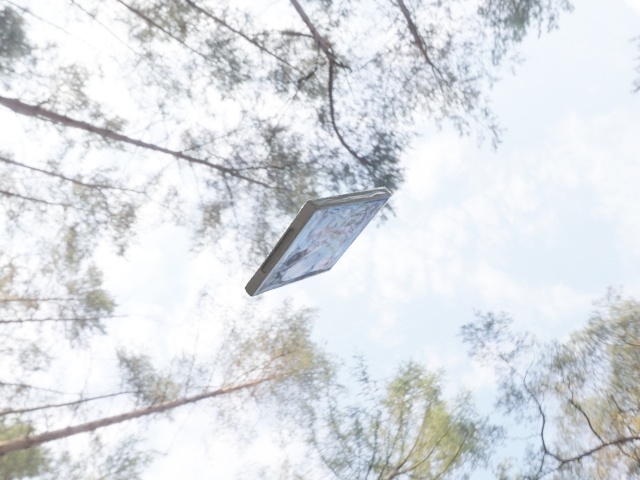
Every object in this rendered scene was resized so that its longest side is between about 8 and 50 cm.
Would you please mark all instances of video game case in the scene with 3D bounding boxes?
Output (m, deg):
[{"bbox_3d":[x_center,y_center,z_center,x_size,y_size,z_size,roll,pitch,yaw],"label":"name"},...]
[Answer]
[{"bbox_3d":[0.000,0.000,0.936,0.023,0.201,0.183,49,-57,18],"label":"video game case"}]
